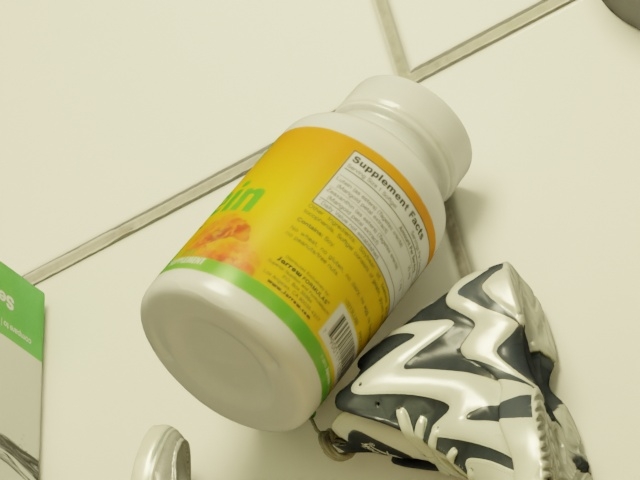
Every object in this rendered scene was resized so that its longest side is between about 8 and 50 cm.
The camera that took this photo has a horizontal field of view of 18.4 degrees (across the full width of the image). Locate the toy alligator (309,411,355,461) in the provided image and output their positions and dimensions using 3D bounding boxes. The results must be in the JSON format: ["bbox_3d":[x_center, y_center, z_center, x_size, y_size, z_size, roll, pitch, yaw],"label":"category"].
[{"bbox_3d":[-0.034,0.101,1.391,0.190,0.056,0.051,54,140,35],"label":"toy alligator"}]

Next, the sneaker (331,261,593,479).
[{"bbox_3d":[0.082,0.133,1.262,0.153,0.094,0.235,-26,50,18],"label":"sneaker"}]

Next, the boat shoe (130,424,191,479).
[{"bbox_3d":[-0.097,0.212,1.349,0.063,0.066,0.184,-5,55,14],"label":"boat shoe"}]

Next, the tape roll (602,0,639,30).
[{"bbox_3d":[0.279,-0.251,1.397,0.219,0.072,0.219,-17,54,24],"label":"tape roll"}]

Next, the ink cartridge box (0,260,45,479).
[{"bbox_3d":[-0.326,0.166,1.482,0.211,0.121,0.289,-20,53,22],"label":"ink cartridge box"}]

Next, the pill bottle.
[{"bbox_3d":[0.000,0.000,1.343,0.136,0.136,0.246,11,48,37],"label":"pill bottle"}]
